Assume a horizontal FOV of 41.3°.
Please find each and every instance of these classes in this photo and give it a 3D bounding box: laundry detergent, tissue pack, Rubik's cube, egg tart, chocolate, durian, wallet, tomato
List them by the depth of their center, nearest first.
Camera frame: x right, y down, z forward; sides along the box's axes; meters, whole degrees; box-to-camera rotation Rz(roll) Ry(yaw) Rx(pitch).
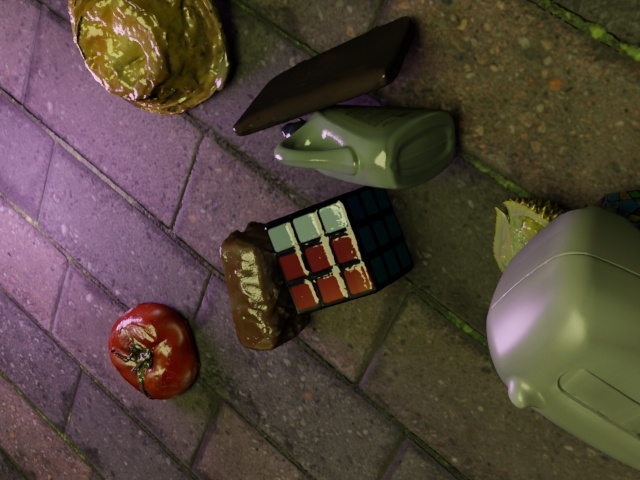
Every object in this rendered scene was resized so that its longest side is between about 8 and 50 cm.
[{"bbox_3d":[0.380,0.138,1.050,0.333,0.236,0.229,31,136,-7],"label":"tissue pack"},{"bbox_3d":[0.410,-0.014,1.141,0.111,0.093,0.111,14,114,35],"label":"Rubik's cube"},{"bbox_3d":[0.319,0.023,1.225,0.146,0.102,0.208,39,145,29],"label":"durian"},{"bbox_3d":[0.042,-0.149,1.292,0.280,0.215,0.105,12,117,36],"label":"laundry detergent"},{"bbox_3d":[0.006,-0.249,1.327,0.309,0.165,0.042,-15,123,39],"label":"wallet"},{"bbox_3d":[0.032,0.012,1.376,0.163,0.162,0.161,-20,92,32],"label":"Rubik's cube"},{"bbox_3d":[-0.323,-0.362,1.506,0.341,0.129,0.341,13,124,19],"label":"egg tart"},{"bbox_3d":[-0.091,0.077,1.513,0.093,0.148,0.214,1,108,31],"label":"chocolate"},{"bbox_3d":[-0.368,0.239,1.803,0.227,0.101,0.228,10,109,31],"label":"tomato"}]
